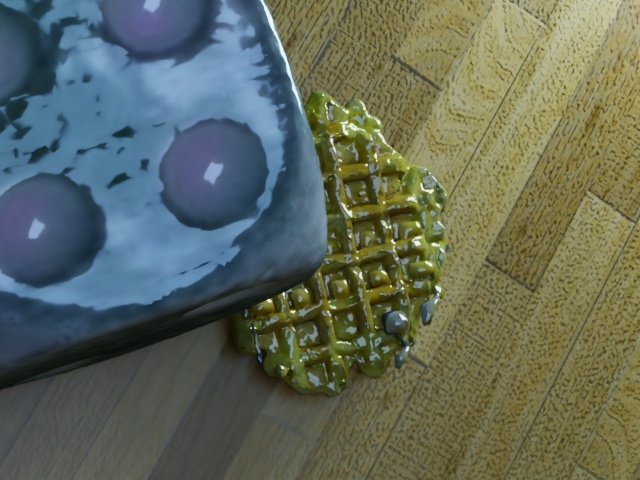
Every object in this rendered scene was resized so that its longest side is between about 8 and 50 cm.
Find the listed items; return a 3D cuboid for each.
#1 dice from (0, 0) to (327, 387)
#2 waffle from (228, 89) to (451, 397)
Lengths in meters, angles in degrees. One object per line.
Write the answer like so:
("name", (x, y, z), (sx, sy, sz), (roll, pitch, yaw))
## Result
("dice", (-0.206, -0.070, 1.566), (0.348, 0.330, 0.328), (-18, 84, -13))
("waffle", (-0.001, 0.001, 1.795), (0.262, 0.060, 0.280), (35, 72, -9))
